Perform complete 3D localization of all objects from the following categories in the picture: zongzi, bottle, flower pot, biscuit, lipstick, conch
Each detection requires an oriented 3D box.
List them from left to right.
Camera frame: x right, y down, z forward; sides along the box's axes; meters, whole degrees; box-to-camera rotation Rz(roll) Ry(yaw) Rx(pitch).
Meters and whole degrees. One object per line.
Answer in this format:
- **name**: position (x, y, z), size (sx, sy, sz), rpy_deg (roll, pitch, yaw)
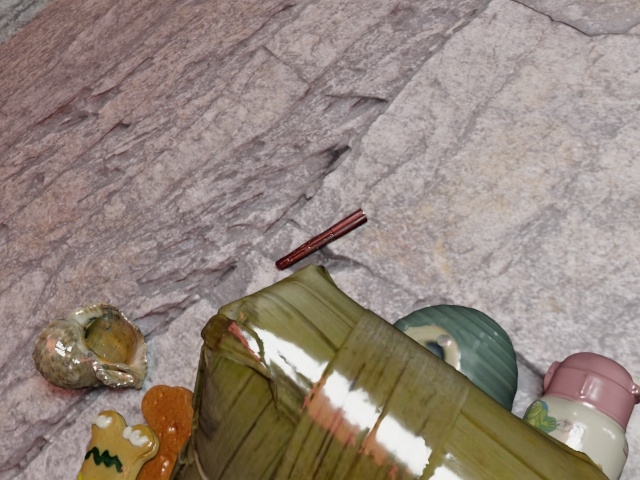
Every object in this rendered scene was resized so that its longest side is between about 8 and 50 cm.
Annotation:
- **conch**: position (-0.380, 0.181, 1.032), size (0.207, 0.130, 0.155), rpy_deg (16, 78, 16)
- **biscuit**: position (-0.327, 0.373, 0.893), size (0.158, 0.035, 0.240), rpy_deg (1, 63, 34)
- **biscuit**: position (-0.208, 0.363, 0.883), size (0.202, 0.047, 0.334), rpy_deg (-46, 49, -3)
- **lipstick**: position (0.000, 0.000, 1.047), size (0.176, 0.027, 0.027), rpy_deg (-31, 51, 4)
- **zongzi**: position (0.065, 0.326, 0.636), size (0.500, 0.467, 0.218), rpy_deg (34, 40, 17)
- **flower pot**: position (0.137, 0.190, 0.774), size (0.189, 0.157, 0.243), rpy_deg (37, 85, 36)
- **bottle**: position (0.277, 0.248, 0.699), size (0.120, 0.120, 0.253), rpy_deg (18, 66, 33)
